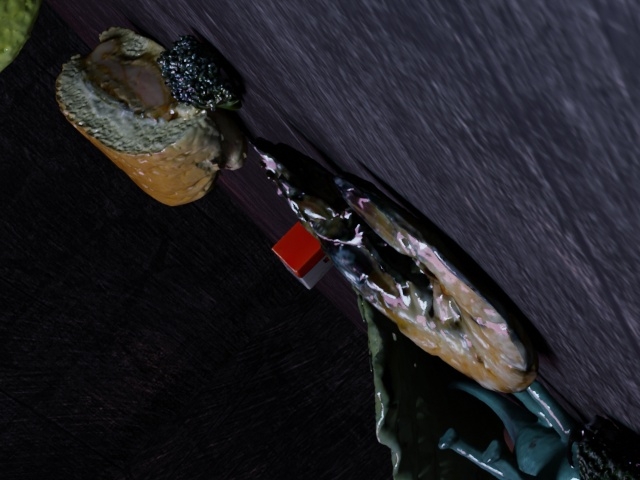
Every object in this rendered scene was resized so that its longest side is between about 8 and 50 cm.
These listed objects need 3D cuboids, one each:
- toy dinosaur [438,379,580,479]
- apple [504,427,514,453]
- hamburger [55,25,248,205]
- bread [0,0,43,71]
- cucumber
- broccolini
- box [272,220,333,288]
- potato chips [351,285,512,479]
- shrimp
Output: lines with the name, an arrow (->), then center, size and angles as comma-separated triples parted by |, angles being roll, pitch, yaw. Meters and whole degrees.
toy dinosaur -> 0.298, 0.273, 1.264 | 0.331, 0.129, 0.383 | 37, 179, -3
apple -> 0.305, 0.373, 2.021 | 0.153, 0.120, 0.153 | 50, 176, 5
hamburger -> -0.213, -0.148, 1.629 | 0.330, 0.162, 0.209 | 34, 168, 47
bread -> -0.524, -0.353, 1.475 | 0.348, 0.348, 0.308 | 42, -178, 41
cucumber -> 0.268, 0.204, 0.954 | 0.067, 0.067, 0.245 | 45, 178, -11
broccolini -> -0.118, -0.154, 1.268 | 0.091, 0.068, 0.202 | 24, 172, 13
box -> 0.000, 0.000, 1.383 | 0.048, 0.100, 0.152 | 41, 176, 13
potato chips -> 0.129, 0.189, 1.522 | 0.373, 0.097, 0.389 | 48, -161, -29
shrimp -> 0.061, 0.002, 1.091 | 0.365, 0.071, 0.233 | 44, 167, 18
